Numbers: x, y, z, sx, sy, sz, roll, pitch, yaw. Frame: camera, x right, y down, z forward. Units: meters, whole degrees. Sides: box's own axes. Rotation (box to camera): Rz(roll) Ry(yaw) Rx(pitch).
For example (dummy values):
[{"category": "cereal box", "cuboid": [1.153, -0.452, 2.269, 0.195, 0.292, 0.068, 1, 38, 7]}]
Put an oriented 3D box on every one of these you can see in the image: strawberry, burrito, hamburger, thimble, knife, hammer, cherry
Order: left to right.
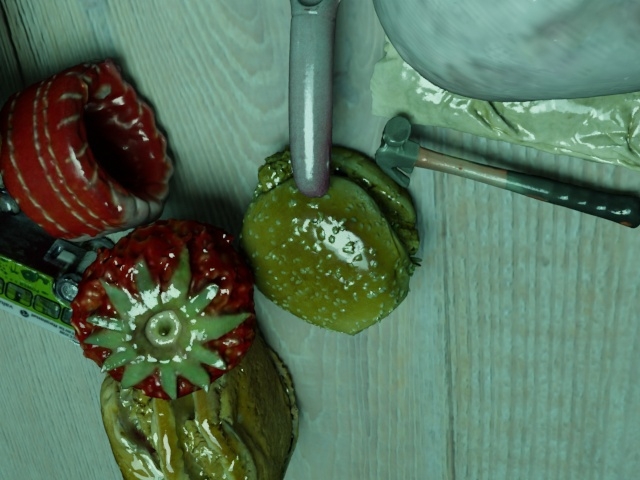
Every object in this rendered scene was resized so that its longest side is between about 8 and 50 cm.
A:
[{"category": "thimble", "cuboid": [-0.258, -0.092, 1.012, 0.125, 0.163, 0.189, -16, 112, 27]}, {"category": "strawberry", "cuboid": [-0.174, 0.055, 1.033, 0.205, 0.244, 0.205, -2, 111, -6]}, {"category": "hamburger", "cuboid": [-0.146, 0.239, 1.156, 0.211, 0.245, 0.260, -16, 160, 13]}, {"category": "knife", "cuboid": [-0.016, -0.178, 0.901, 0.123, 0.053, 0.277, 6, 100, 19]}, {"category": "hamburger", "cuboid": [0.000, 0.000, 1.019, 0.215, 0.122, 0.189, 43, 123, -9]}, {"category": "hammer", "cuboid": [0.197, -0.062, 0.952, 0.288, 0.033, 0.111, 14, 163, 0]}, {"category": "cherry", "cuboid": [0.184, -0.234, 0.693, 0.335, 0.326, 0.291, -23, 102, 25]}, {"category": "burrito", "cuboid": [0.243, -0.135, 0.889, 0.392, 0.076, 0.117, 13, 124, 9]}]

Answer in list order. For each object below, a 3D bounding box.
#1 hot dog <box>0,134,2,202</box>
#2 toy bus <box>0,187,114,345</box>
[{"category": "hot dog", "cuboid": [-0.493, -0.125, 0.964, 0.365, 0.196, 0.367, 35, 128, 23]}, {"category": "toy bus", "cuboid": [-0.361, 0.046, 1.165, 0.302, 0.113, 0.139, 24, 128, -1]}]
